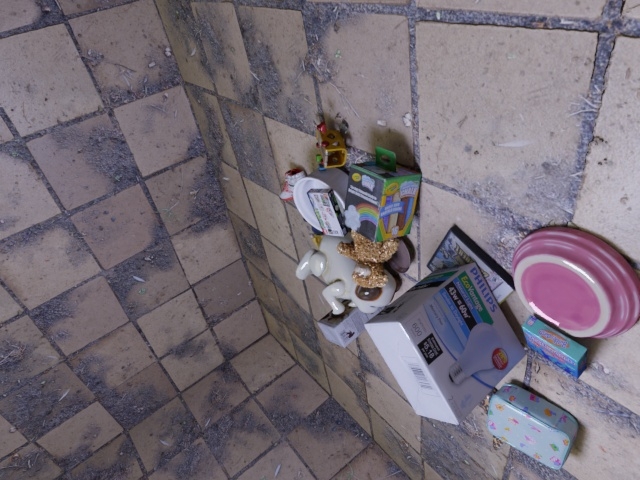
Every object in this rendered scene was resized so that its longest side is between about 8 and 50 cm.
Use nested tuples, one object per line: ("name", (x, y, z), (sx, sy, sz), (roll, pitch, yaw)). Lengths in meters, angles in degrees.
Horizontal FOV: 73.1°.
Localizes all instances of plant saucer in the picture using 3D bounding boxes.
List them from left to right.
("plant saucer", (0.309, 0.048, 1.712), (0.168, 0.029, 0.169), (48, 149, 41))
("plant saucer", (0.647, 0.127, 1.139), (0.332, 0.084, 0.332), (42, 150, 31))

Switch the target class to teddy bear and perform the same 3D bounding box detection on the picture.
("teddy bear", (0.185, 0.016, 1.668), (0.244, 0.338, 0.113), (22, -174, 14))

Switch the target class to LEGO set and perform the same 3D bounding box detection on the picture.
("LEGO set", (0.085, -0.441, 1.626), (0.054, 0.023, 0.083), (-13, 94, 62))

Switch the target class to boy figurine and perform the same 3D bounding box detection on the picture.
("boy figurine", (0.000, 0.000, 2.206), (0.177, 0.092, 0.286), (17, 130, 52))

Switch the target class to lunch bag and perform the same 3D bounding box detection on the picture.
("lunch bag", (0.727, 0.644, 1.507), (0.279, 0.107, 0.224), (23, 132, 40))

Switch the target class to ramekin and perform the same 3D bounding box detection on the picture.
("ramekin", (0.032, -0.177, 1.817), (0.277, 0.135, 0.277), (27, 142, 24))

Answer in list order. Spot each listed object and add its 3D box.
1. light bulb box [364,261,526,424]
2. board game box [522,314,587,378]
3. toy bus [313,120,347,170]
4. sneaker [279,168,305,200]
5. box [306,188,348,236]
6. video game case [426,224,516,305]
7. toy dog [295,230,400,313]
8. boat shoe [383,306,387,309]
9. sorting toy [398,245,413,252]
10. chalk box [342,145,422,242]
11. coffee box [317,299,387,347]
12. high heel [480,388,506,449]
("light bulb box", (0.403, 0.318, 1.397), (0.358, 0.361, 0.225), (59, 154, -2))
("board game box", (0.672, 0.308, 1.239), (0.160, 0.047, 0.210), (36, 174, 41))
("toy bus", (0.043, -0.377, 1.670), (0.191, 0.104, 0.203), (-143, 46, -78))
("sneaker", (-0.141, -0.281, 2.150), (0.270, 0.090, 0.145), (5, 122, 56))
("box", (0.029, -0.112, 1.735), (0.114, 0.036, 0.207), (7, 131, 41))
("video game case", (0.500, 0.116, 1.461), (0.275, 0.035, 0.248), (48, 154, 22))
("toy dog", (0.160, 0.146, 1.916), (0.408, 0.284, 0.396), (41, 111, 35))
("boat shoe", (0.338, 0.377, 2.056), (0.137, 0.049, 0.043), (56, 158, -6))
("sorting toy", (0.334, 0.033, 1.704), (0.062, 0.012, 0.083), (60, 156, -3))
("chalk box", (0.210, -0.169, 1.465), (0.180, 0.179, 0.289), (34, 126, 44))
("coffee box", (0.156, 0.363, 2.077), (0.168, 0.297, 0.119), (2, 124, 60))
("high heel", (0.677, 0.704, 1.719), (0.186, 0.093, 0.262), (31, 128, 35))
